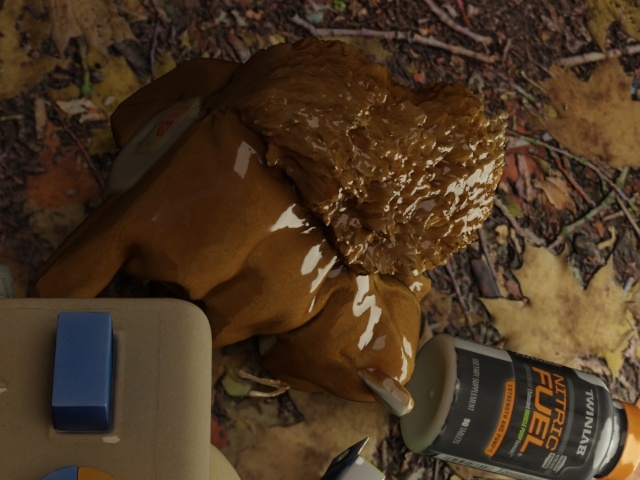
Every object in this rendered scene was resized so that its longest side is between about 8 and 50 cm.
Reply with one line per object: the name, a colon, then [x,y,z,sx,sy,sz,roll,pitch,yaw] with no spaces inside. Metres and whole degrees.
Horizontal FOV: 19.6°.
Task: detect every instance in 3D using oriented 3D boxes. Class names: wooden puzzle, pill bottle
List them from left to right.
wooden puzzle: [-0.265,0.176,1.562,0.348,0.080,0.322,3,56,-6]
pill bottle: [0.218,0.187,1.950,0.245,0.130,0.130,15,69,-19]

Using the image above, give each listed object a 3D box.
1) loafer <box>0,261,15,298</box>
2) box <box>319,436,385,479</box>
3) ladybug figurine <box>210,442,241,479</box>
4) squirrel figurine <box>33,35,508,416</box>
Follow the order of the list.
loafer: [-0.439,0.045,1.731,0.319,0.112,0.111,11,65,-28]
box: [-0.004,0.284,1.838,0.042,0.109,0.178,40,63,-3]
ladybug figurine: [-0.232,0.365,1.662,0.305,0.162,0.449,53,55,-25]
squirrel figurine: [0.000,0.000,1.778,0.370,0.397,0.281,44,32,-24]
